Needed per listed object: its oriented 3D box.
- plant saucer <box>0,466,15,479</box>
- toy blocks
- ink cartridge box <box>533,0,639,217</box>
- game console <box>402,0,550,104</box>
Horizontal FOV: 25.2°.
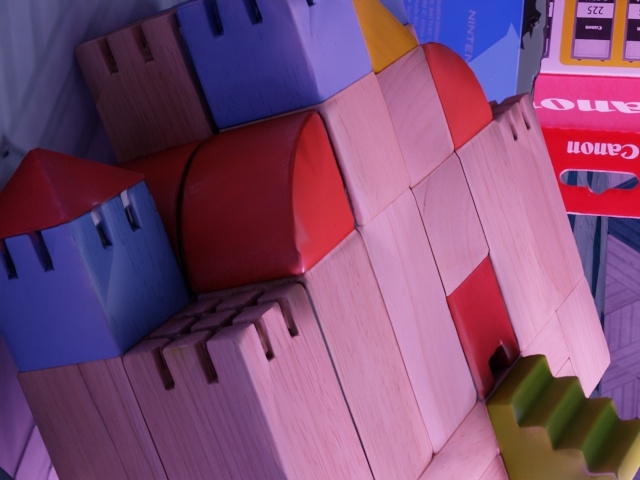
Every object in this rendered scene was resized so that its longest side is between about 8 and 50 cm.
[{"bbox_3d":[-0.134,0.151,0.447,0.192,0.018,0.067,-57,147,-59],"label":"plant saucer"},{"bbox_3d":[0.000,0.000,0.593,0.381,0.190,0.261,-39,113,-55],"label":"toy blocks"},{"bbox_3d":[0.217,-0.163,1.076,0.130,0.309,0.272,46,50,-69],"label":"ink cartridge box"},{"bbox_3d":[0.053,-0.078,0.886,0.173,0.250,0.293,173,-76,-65],"label":"game console"}]
